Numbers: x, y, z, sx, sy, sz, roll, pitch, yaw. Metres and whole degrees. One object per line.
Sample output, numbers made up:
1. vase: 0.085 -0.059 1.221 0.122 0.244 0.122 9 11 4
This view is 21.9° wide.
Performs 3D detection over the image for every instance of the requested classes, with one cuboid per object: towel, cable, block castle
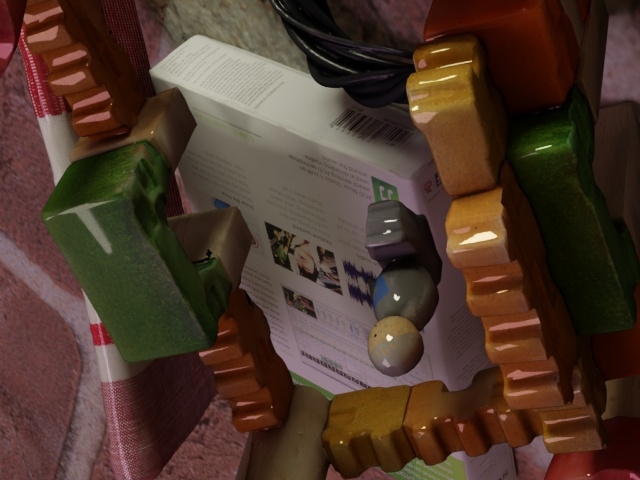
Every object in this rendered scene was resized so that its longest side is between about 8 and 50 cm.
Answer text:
1. towel: -0.129 -0.035 1.022 0.237 0.037 0.329 -53 -49 -81
2. cable: 0.030 -0.141 0.914 0.184 0.047 0.150 22 142 40
3. block castle: 0.000 0.000 0.818 0.303 0.213 0.453 -13 121 21

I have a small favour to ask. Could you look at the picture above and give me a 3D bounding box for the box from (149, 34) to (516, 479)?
1. box: 0.014 0.030 1.134 0.232 0.058 0.322 25 142 36
